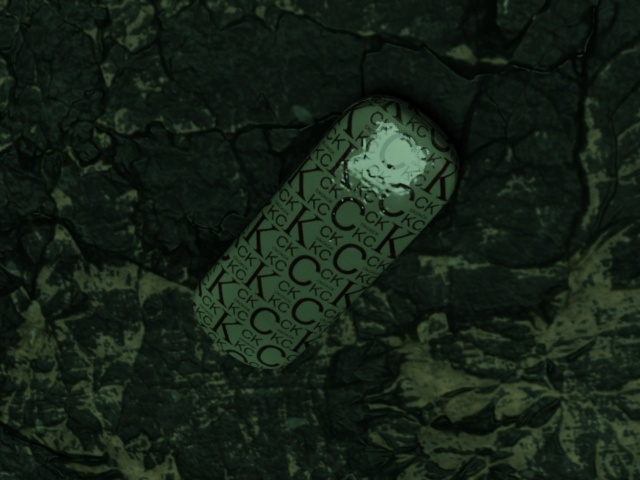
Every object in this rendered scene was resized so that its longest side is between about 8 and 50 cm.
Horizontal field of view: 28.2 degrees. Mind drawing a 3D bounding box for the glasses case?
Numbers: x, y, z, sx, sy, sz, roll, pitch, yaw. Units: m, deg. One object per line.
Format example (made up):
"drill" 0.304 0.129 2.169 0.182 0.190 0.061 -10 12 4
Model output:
"glasses case" 0.000 0.000 1.297 0.137 0.085 0.354 39 122 -6
